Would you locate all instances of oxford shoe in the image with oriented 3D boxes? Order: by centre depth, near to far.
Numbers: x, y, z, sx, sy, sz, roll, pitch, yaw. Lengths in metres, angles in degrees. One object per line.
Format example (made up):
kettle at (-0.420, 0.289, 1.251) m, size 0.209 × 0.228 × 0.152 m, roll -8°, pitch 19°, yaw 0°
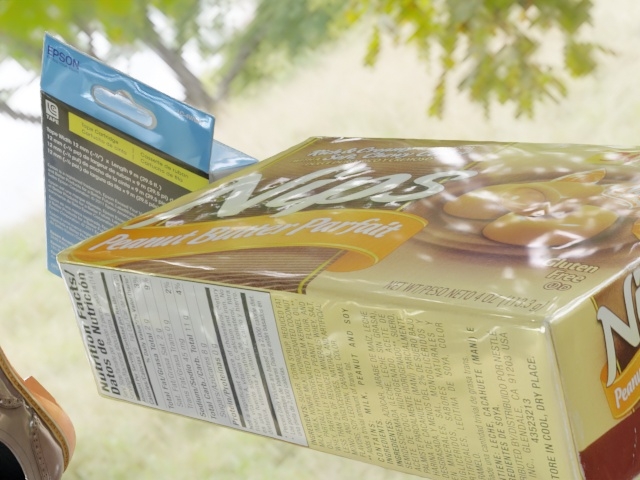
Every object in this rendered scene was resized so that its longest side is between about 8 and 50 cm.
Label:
oxford shoe at (-0.391, 0.144, 1.592) m, size 0.130 × 0.363 × 0.132 m, roll -35°, pitch 23°, yaw 23°

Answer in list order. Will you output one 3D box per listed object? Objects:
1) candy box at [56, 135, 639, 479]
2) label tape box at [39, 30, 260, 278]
candy box at (0.045, 0.021, 0.718) m, size 0.183 × 0.087 × 0.316 m, roll -27°, pitch 21°, yaw -37°
label tape box at (-0.198, -0.069, 1.816) m, size 0.115 × 0.249 × 0.347 m, roll -41°, pitch -32°, yaw -43°
